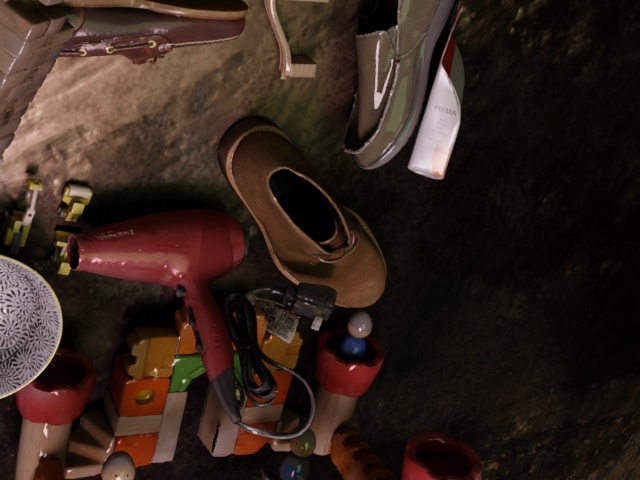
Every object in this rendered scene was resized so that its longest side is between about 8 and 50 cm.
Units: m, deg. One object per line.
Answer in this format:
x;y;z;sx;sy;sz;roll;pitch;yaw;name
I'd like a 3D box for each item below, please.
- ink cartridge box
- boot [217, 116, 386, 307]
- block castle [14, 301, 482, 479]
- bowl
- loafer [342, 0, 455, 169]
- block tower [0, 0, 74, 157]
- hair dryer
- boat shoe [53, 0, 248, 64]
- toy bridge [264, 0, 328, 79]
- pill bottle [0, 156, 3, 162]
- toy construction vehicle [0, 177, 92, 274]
0.142;-0.172;1.078;0.045;0.145;0.179;19;116;1;ink cartridge box
0.000;0.000;1.128;0.112;0.115;0.305;-42;133;-2;boot
-0.085;0.220;1.101;0.453;0.303;0.213;-1;119;-30;block castle
-0.345;0.070;0.996;0.170;0.080;0.170;-11;120;-20;bowl
0.066;-0.198;1.058;0.087;0.094;0.251;10;107;-26;loafer
-0.242;-0.205;0.814;0.097;0.091;0.335;37;114;0;block tower
-0.116;0.054;1.030;0.293;0.224;0.080;26;126;-6;hair dryer
-0.170;-0.198;0.932;0.206;0.073;0.073;0;120;-21;boat shoe
-0.023;-0.248;1.008;0.063;0.026;0.188;-3;121;-25;toy bridge
-0.335;-0.056;0.947;0.043;0.043;0.083;27;104;-39;pill bottle
-0.271;-0.012;1.018;0.085;0.035;0.098;14;112;-35;toy construction vehicle
